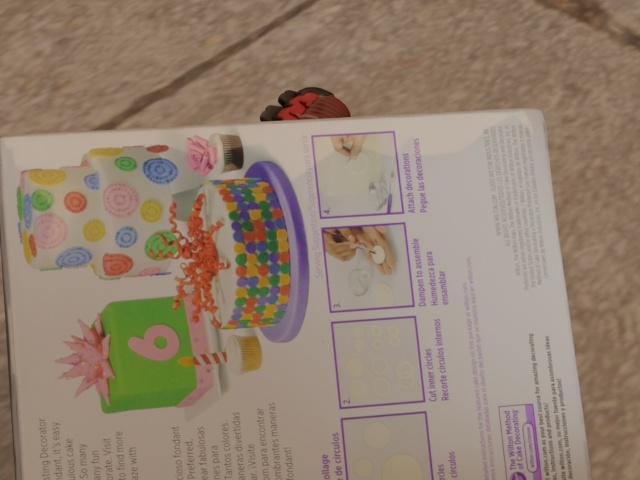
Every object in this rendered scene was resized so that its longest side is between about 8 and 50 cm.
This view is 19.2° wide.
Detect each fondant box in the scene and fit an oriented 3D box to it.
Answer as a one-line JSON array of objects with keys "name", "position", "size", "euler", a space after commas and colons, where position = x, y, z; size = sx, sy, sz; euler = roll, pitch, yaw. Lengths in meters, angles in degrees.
[{"name": "fondant box", "position": [-0.020, 0.054, 1.129], "size": [0.330, 0.096, 0.238], "euler": [-3, 79, -12]}]

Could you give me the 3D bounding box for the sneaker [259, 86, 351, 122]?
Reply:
[{"name": "sneaker", "position": [0.000, 0.000, 1.284], "size": [0.135, 0.097, 0.276], "euler": [10, 43, 5]}]
